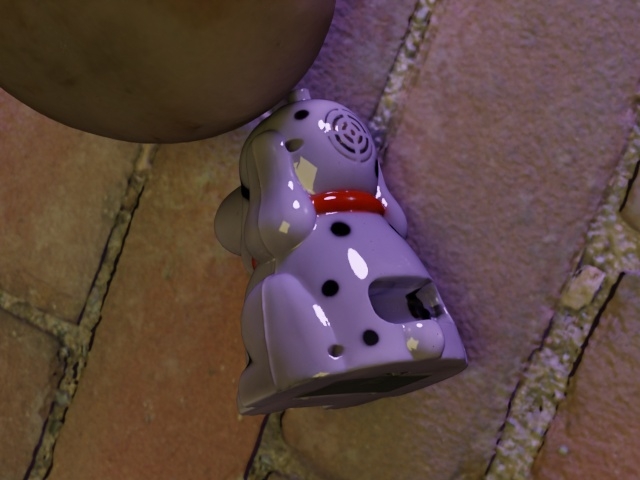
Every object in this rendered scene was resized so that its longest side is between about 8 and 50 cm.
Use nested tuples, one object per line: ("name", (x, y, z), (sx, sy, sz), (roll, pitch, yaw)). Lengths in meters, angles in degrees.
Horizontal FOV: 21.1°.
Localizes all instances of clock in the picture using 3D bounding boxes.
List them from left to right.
("clock", (-0.001, 0.004, 1.372), (0.189, 0.189, 0.254), (-25, 72, 24))

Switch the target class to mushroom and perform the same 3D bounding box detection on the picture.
("mushroom", (-0.146, -0.254, 1.352), (0.362, 0.294, 0.362), (21, 145, 16))
